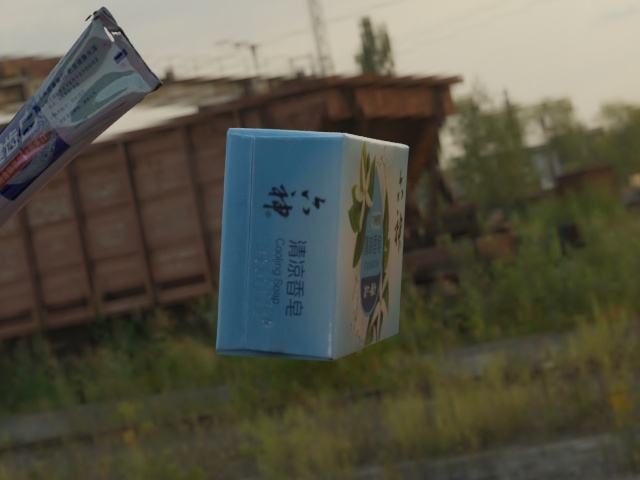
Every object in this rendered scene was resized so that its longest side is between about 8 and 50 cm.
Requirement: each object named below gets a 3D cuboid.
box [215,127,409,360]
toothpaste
[{"bbox_3d":[0.000,0.000,1.100,0.083,0.142,0.232,3,2,14],"label":"box"},{"bbox_3d":[-0.137,-0.032,0.719,0.170,0.045,0.028,-42,-16,24],"label":"toothpaste"}]
